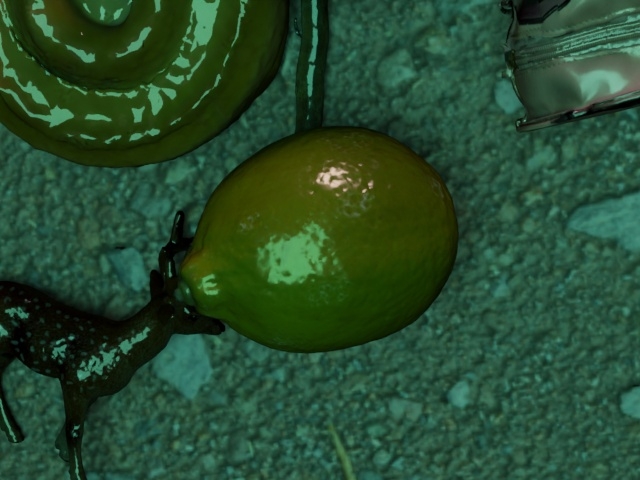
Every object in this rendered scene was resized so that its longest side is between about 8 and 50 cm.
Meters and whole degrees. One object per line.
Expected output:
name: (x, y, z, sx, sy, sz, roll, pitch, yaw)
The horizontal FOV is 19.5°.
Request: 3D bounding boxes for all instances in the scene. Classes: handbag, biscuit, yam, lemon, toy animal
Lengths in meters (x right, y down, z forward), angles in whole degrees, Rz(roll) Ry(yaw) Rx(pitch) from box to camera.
handbag: (0.235, -0.159, 1.414, 0.205, 0.179, 0.116, -14, 92, 11)
biscuit: (-0.170, -0.202, 1.510, 0.296, 0.102, 0.296, 2, 104, 9)
yam: (-0.005, -0.176, 1.526, 0.027, 0.029, 0.234, 2, 101, -19)
lemon: (0.000, 0.000, 1.464, 0.248, 0.184, 0.184, -12, 102, -29)
toy animal: (-0.200, 0.080, 1.576, 0.243, 0.087, 0.260, 18, 106, 4)
